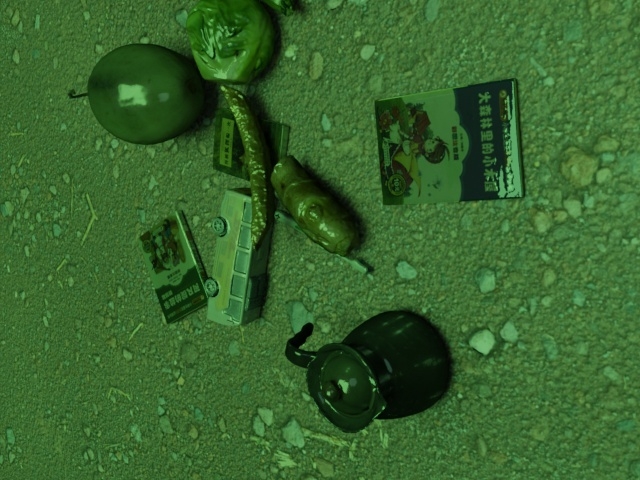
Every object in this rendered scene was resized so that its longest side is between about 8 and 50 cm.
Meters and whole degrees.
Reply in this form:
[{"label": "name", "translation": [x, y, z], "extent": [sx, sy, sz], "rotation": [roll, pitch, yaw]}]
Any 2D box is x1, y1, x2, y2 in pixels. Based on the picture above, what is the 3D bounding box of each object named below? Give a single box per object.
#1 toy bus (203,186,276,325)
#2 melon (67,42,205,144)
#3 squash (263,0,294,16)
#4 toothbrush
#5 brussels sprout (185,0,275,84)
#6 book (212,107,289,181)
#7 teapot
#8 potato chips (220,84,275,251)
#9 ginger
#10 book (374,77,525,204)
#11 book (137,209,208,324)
[{"label": "toy bus", "translation": [-0.196, 0.042, 1.897], "extent": [0.138, 0.097, 0.342], "rotation": [17, 107, 30]}, {"label": "melon", "translation": [-0.435, -0.363, 1.926], "extent": [0.308, 0.272, 0.271], "rotation": [33, 117, 38]}, {"label": "squash", "translation": [-0.129, -0.585, 1.753], "extent": [0.252, 0.066, 0.066], "rotation": [46, 123, 24]}, {"label": "toothbrush", "translation": [-0.001, 0.000, 1.767], "extent": [0.304, 0.030, 0.030], "rotation": [31, 116, 32]}, {"label": "brussels sprout", "translation": [-0.203, -0.469, 1.783], "extent": [0.223, 0.161, 0.223], "rotation": [4, 103, 16]}, {"label": "book", "translation": [-0.175, -0.225, 1.878], "extent": [0.228, 0.024, 0.160], "rotation": [21, 112, 35]}, {"label": "teapot", "translation": [0.078, 0.243, 1.572], "extent": [0.305, 0.285, 0.223], "rotation": [52, 125, 20]}, {"label": "potato chips", "translation": [-0.154, -0.174, 1.784], "extent": [0.080, 0.057, 0.407], "rotation": [-13, 78, 5]}, {"label": "ginger", "translation": [-0.014, -0.074, 1.709], "extent": [0.263, 0.116, 0.109], "rotation": [51, 141, 26]}, {"label": "book", "translation": [0.247, -0.188, 1.537], "extent": [0.322, 0.018, 0.228], "rotation": [-2, 96, 40]}, {"label": "book", "translation": [-0.399, 0.075, 2.110], "extent": [0.202, 0.027, 0.264], "rotation": [-29, 78, 38]}]
